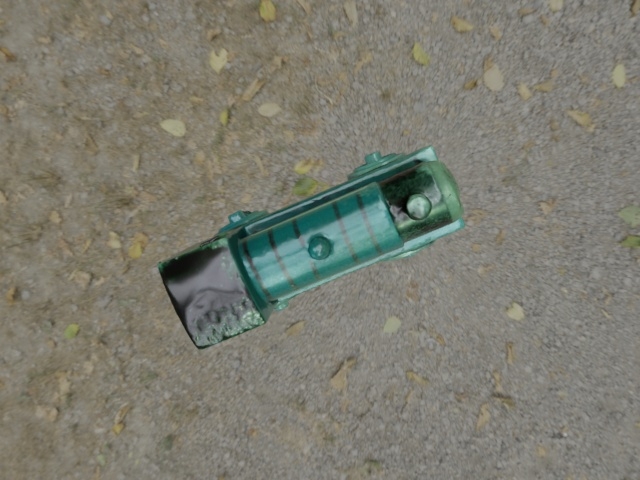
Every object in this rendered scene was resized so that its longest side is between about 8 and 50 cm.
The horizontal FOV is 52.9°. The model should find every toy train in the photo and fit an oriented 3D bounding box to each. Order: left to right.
[{"bbox_3d":[0.000,0.000,0.643,0.298,0.194,0.119,-23,95,7],"label":"toy train"}]
